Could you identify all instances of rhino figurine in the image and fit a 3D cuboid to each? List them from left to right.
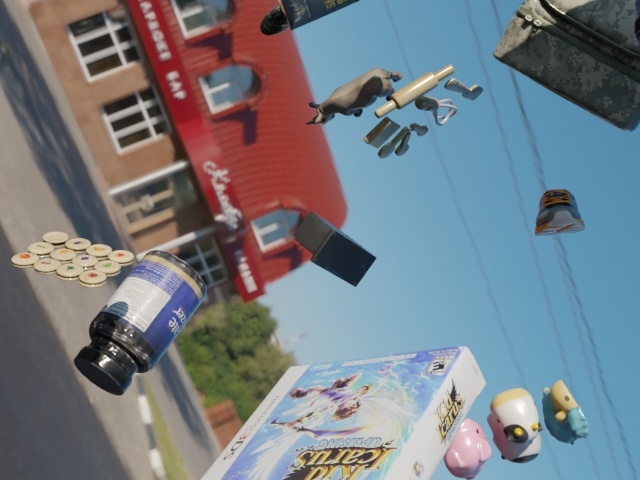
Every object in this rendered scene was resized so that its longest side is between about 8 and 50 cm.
[{"bbox_3d":[0.066,-0.319,2.080,0.106,0.243,0.073,1,67,-64],"label":"rhino figurine"}]

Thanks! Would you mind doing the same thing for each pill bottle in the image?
[{"bbox_3d":[-0.288,0.131,1.460,0.123,0.219,0.123,25,-31,16],"label":"pill bottle"}]

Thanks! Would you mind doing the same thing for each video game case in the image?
[{"bbox_3d":[0.016,0.223,1.017,0.269,0.244,0.061,-14,-66,39],"label":"video game case"}]

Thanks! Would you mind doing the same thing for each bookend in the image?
[{"bbox_3d":[0.000,0.000,1.746,0.156,0.072,0.157,38,4,38],"label":"bookend"}]

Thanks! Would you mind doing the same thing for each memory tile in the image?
[{"bbox_3d":[-0.349,0.025,1.299,0.113,0.148,0.012,-46,146,-60],"label":"memory tile"}]

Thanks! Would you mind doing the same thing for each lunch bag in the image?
[{"bbox_3d":[0.479,-0.370,1.593,0.305,0.256,0.212,31,19,6],"label":"lunch bag"}]

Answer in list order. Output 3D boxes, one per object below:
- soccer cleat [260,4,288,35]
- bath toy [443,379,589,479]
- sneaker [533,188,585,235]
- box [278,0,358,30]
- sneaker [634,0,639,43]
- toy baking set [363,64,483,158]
[{"bbox_3d":[-0.079,-0.527,2.119,0.072,0.179,0.060,-15,85,-57],"label":"soccer cleat"},{"bbox_3d":[0.256,0.341,1.510,0.129,0.348,0.151,-114,-177,-63],"label":"bath toy"},{"bbox_3d":[0.409,-0.051,1.592,0.215,0.084,0.083,-3,89,-79],"label":"sneaker"},{"bbox_3d":[-0.013,-0.549,1.812,0.231,0.183,0.056,69,-4,-51],"label":"box"},{"bbox_3d":[0.513,-0.275,1.141,0.081,0.232,0.090,42,46,-60],"label":"sneaker"},{"bbox_3d":[0.184,-0.239,1.661,0.030,0.256,0.197,54,-5,21],"label":"toy baking set"}]
